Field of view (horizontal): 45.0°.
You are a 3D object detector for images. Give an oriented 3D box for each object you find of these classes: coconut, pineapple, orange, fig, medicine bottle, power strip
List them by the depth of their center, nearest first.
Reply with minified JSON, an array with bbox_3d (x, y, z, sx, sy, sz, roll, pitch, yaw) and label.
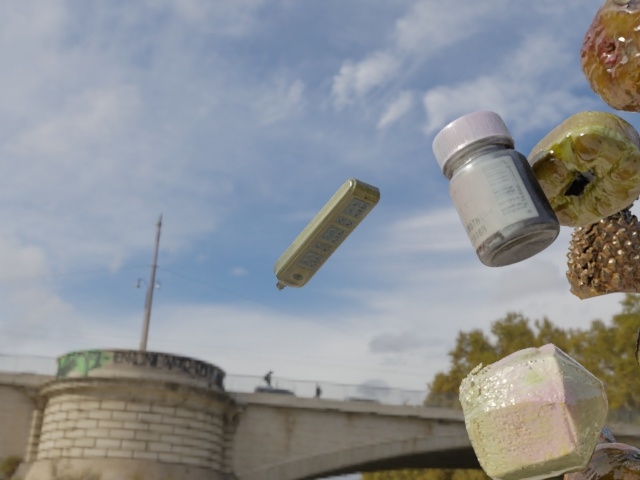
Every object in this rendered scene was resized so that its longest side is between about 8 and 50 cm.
[{"bbox_3d":[0.389,0.305,1.385,0.245,0.233,0.233,-25,-31,18],"label":"coconut"},{"bbox_3d":[0.333,-0.099,1.489,0.165,0.273,0.165,-15,-26,-8],"label":"medicine bottle"},{"bbox_3d":[0.592,0.488,1.496,0.240,0.171,0.240,6,9,-1],"label":"orange"},{"bbox_3d":[0.792,-0.421,1.773,0.368,0.286,0.286,4,-20,-29],"label":"fig"},{"bbox_3d":[0.000,0.000,1.878,0.092,0.066,0.387,20,-52,-31],"label":"power strip"},{"bbox_3d":[0.728,-0.035,1.973,0.223,0.357,0.223,-7,1,0],"label":"pineapple"}]

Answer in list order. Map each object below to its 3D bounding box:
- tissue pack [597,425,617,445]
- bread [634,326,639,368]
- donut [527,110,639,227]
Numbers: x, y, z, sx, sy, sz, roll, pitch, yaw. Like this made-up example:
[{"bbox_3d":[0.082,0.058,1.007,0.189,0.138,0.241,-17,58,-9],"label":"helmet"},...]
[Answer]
[{"bbox_3d":[0.650,0.487,1.893,0.103,0.090,0.170,-43,-46,12],"label":"tissue pack"},{"bbox_3d":[0.707,0.178,1.472,0.186,0.124,0.257,13,-48,38],"label":"bread"},{"bbox_3d":[0.532,-0.140,1.564,0.208,0.128,0.261,36,-39,-13],"label":"donut"}]
